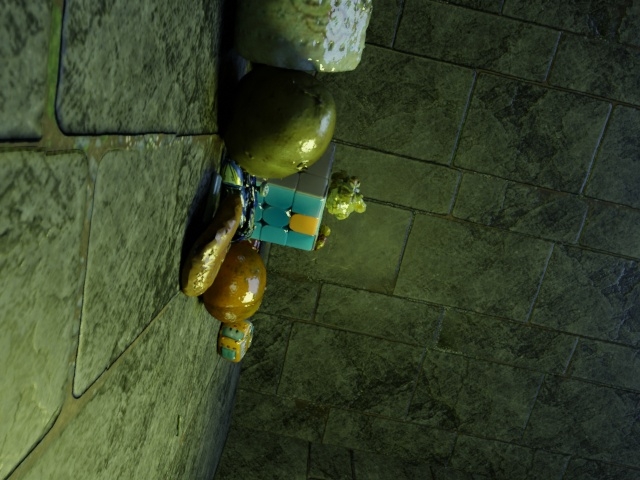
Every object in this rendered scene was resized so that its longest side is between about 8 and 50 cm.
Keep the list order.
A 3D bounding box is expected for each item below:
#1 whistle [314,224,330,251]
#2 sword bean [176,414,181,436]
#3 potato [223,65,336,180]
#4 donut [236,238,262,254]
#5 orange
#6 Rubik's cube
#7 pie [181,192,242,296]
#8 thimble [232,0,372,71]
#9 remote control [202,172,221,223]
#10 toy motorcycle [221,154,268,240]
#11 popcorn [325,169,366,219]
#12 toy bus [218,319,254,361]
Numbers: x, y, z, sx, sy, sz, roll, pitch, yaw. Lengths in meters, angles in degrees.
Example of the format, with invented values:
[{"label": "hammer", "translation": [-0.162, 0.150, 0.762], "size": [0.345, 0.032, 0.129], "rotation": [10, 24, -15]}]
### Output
[{"label": "whistle", "translation": [-0.003, -0.005, 1.657], "size": [0.046, 0.057, 0.109], "rotation": [55, 31, -23]}, {"label": "sword bean", "translation": [-0.414, 0.540, 1.362], "size": [0.012, 0.012, 0.083], "rotation": [-83, -176, -67]}, {"label": "potato", "translation": [-0.098, -0.262, 1.070], "size": [0.359, 0.219, 0.270], "rotation": [39, -65, 61]}, {"label": "donut", "translation": [-0.283, 0.017, 1.845], "size": [0.235, 0.089, 0.235], "rotation": [-169, -90, -86]}, {"label": "orange", "translation": [-0.239, 0.119, 1.324], "size": [0.240, 0.171, 0.240], "rotation": [-168, -90, -89]}, {"label": "Rubik's cube", "translation": [-0.125, -0.180, 1.629], "size": [0.290, 0.291, 0.291], "rotation": [105, -4, -50]}, {"label": "pie", "translation": [-0.250, 0.011, 1.103], "size": [0.273, 0.069, 0.273], "rotation": [-63, -174, 12]}, {"label": "thimble", "translation": [-0.038, -0.477, 1.004], "size": [0.291, 0.291, 0.195], "rotation": [-82, -177, -61]}, {"label": "remote control", "translation": [-0.261, -0.101, 1.126], "size": [0.053, 0.017, 0.125], "rotation": [123, -20, -87]}, {"label": "toy motorcycle", "translation": [-0.224, -0.106, 1.296], "size": [0.169, 0.113, 0.315], "rotation": [-67, 164, -48]}, {"label": "popcorn", "translation": [0.075, -0.145, 1.563], "size": [0.135, 0.162, 0.141], "rotation": [-17, -153, 47]}, {"label": "toy bus", "translation": [-0.352, 0.404, 1.899], "size": [0.210, 0.126, 0.136], "rotation": [105, 5, -50]}]
